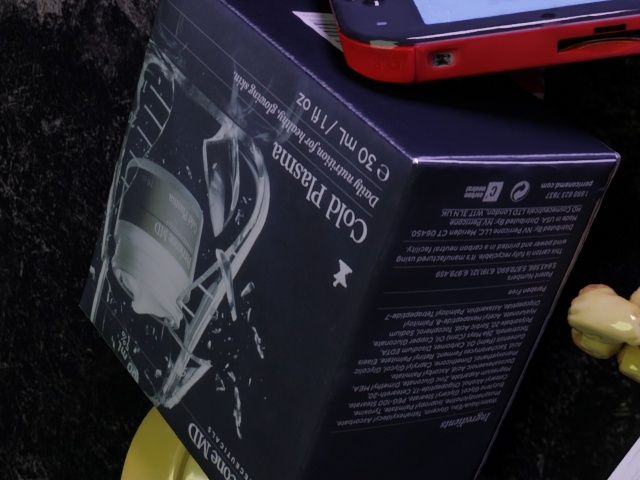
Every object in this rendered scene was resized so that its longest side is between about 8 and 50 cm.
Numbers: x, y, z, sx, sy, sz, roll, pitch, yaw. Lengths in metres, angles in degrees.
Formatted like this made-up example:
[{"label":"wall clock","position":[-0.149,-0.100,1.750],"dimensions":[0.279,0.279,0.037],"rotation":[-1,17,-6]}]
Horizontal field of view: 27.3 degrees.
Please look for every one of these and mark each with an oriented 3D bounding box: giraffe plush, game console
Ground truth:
[{"label":"giraffe plush","position":[0.371,0.052,1.362],"dimensions":[0.181,0.210,0.170],"rotation":[30,78,6]},{"label":"game console","position":[0.196,-0.277,1.367],"dimensions":[0.342,0.386,0.060],"rotation":[-101,5,-53]}]

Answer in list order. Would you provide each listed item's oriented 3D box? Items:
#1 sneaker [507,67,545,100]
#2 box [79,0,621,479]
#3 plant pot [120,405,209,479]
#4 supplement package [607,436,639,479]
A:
[{"label":"sneaker","position":[0.164,-0.162,1.580],"dimensions":[0.221,0.087,0.128],"rotation":[-1,84,39]},{"label":"box","position":[0.000,0.000,1.471],"dimensions":[0.480,0.297,0.472],"rotation":[44,126,42]},{"label":"plant pot","position":[-0.079,0.316,1.618],"dimensions":[0.239,0.254,0.254],"rotation":[4,87,33]},{"label":"supplement package","position":[0.414,0.297,1.303],"dimensions":[0.244,0.139,0.134],"rotation":[43,110,31]}]
